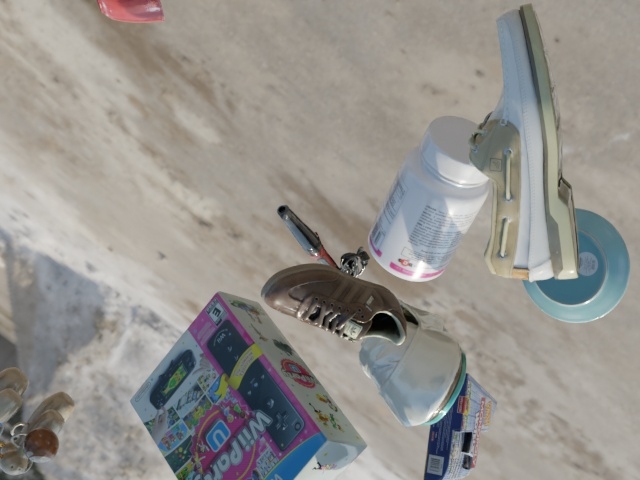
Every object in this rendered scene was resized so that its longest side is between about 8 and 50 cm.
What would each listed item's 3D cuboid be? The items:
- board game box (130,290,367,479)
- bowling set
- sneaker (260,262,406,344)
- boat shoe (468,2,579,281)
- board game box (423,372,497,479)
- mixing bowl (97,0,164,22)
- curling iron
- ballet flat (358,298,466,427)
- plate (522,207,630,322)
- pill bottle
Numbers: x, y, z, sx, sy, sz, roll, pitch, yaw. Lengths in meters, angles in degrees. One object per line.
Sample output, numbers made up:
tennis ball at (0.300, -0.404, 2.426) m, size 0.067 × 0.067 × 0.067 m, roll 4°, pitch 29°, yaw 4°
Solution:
board game box at (-0.109, 0.253, 1.344) m, size 0.097 × 0.224 × 0.303 m, roll 24°, pitch -161°, yaw -51°
bowling set at (-0.511, 0.304, 1.522) m, size 0.287 × 0.154 × 0.200 m, roll 43°, pitch -178°, yaw -40°
sneaker at (0.024, 0.076, 1.087) m, size 0.188 × 0.066 × 0.071 m, roll 10°, pitch -146°, yaw -35°
boat shoe at (0.212, -0.099, 1.047) m, size 0.103 × 0.302 × 0.113 m, roll -6°, pitch -171°, yaw 20°
board game box at (0.255, 0.332, 1.711) m, size 0.060 × 0.194 × 0.194 m, roll 5°, pitch 173°, yaw 29°
mixing bowl at (-0.347, -0.450, 1.658) m, size 0.181 × 0.098 × 0.181 m, roll 159°, pitch 90°, yaw -81°
curling iron at (0.000, 0.000, 1.447) m, size 0.274 × 0.068 × 0.035 m, roll 39°, pitch -162°, yaw -56°
ballet flat at (0.111, 0.154, 1.332) m, size 0.139 × 0.139 × 0.400 m, roll 36°, pitch -174°, yaw 0°
plate at (0.404, 0.041, 1.552) m, size 0.188 × 0.188 × 0.024 m, roll 25°, pitch -162°, yaw 33°
pill bottle at (0.204, -0.073, 1.727) m, size 0.160 × 0.160 × 0.283 m, roll 33°, pitch 133°, yaw 10°
